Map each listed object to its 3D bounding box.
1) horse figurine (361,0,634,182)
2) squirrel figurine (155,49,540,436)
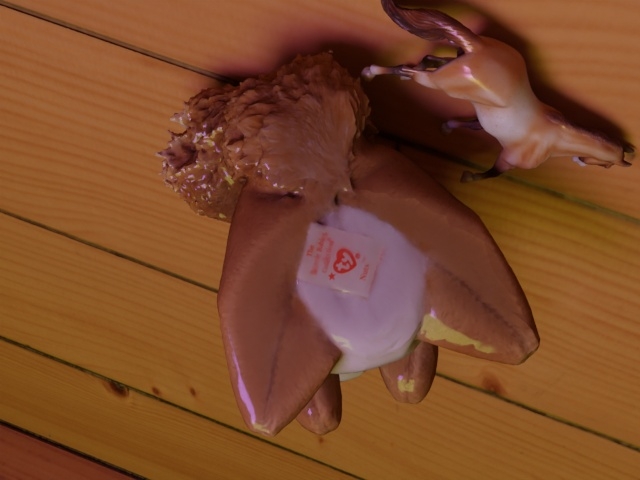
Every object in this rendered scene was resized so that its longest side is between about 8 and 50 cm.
[{"bbox_3d":[0.153,-0.131,0.991,0.174,0.066,0.263,-2,143,47],"label":"horse figurine"},{"bbox_3d":[0.000,0.000,1.134,0.370,0.281,0.397,131,116,-85],"label":"squirrel figurine"}]
